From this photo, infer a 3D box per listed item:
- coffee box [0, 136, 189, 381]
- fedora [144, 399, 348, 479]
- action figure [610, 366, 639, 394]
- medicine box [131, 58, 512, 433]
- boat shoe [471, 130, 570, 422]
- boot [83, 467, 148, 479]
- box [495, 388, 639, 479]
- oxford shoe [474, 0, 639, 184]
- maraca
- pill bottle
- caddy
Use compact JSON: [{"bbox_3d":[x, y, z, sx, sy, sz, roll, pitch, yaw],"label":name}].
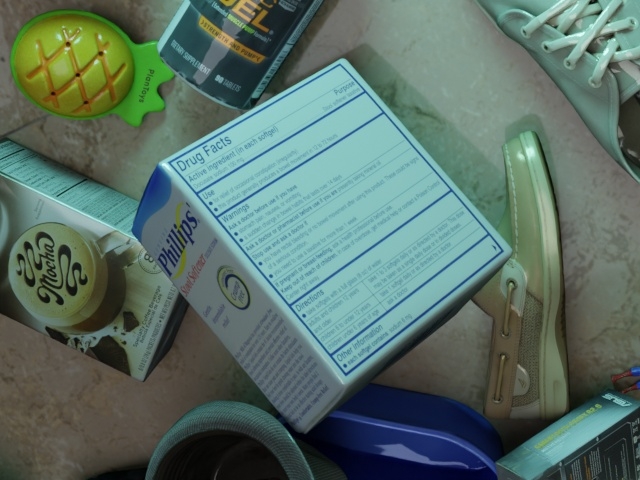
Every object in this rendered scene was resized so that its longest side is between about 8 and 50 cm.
[{"bbox_3d":[-0.300,0.020,1.398,0.297,0.119,0.168,25,109,3],"label":"coffee box"},{"bbox_3d":[-0.063,0.287,1.263,0.275,0.124,0.244,-22,80,38],"label":"fedora"},{"bbox_3d":[0.396,0.152,1.349,0.115,0.030,0.038,-24,94,14],"label":"action figure"},{"bbox_3d":[0.000,0.000,1.219,0.289,0.263,0.149,49,146,10],"label":"medicine box"},{"bbox_3d":[0.216,0.049,1.305,0.110,0.122,0.341,-3,106,11],"label":"boat shoe"},{"bbox_3d":[-0.262,0.525,1.506,0.367,0.146,0.445,-16,107,2],"label":"boot"},{"bbox_3d":[0.295,0.310,1.319,0.183,0.056,0.231,-26,117,-27],"label":"box"},{"bbox_3d":[0.287,-0.221,1.217,0.169,0.130,0.449,-37,94,19],"label":"oxford shoe"},{"bbox_3d":[-0.263,-0.197,1.348,0.185,0.099,0.127,13,111,-20],"label":"maraca"},{"bbox_3d":[-0.063,-0.274,1.267,0.130,0.130,0.246,35,108,0],"label":"pill bottle"},{"bbox_3d":[0.067,0.307,1.375,0.341,0.179,0.241,10,106,9],"label":"caddy"}]
